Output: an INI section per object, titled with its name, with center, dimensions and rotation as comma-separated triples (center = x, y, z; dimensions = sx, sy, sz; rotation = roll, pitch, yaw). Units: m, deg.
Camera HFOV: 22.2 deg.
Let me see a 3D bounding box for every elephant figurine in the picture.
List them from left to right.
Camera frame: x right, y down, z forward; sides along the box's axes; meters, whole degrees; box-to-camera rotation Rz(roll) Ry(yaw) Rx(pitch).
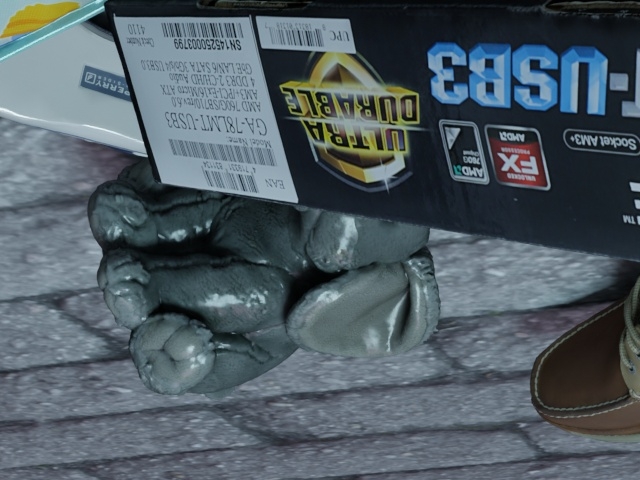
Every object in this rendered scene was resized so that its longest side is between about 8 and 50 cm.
[elephant figurine]
center = 0.000, 0.000, 0.960
dimensions = 0.239, 0.169, 0.186
rotation = -19, -174, 8

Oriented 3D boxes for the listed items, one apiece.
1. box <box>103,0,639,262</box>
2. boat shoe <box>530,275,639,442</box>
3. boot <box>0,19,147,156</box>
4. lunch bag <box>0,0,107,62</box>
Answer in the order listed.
[box]
center = 0.136, -0.086, 0.477
dimensions = 0.295, 0.073, 0.293
rotation = -29, -154, -33
[boat shoe]
center = 0.264, 0.053, 1.144
dimensions = 0.116, 0.123, 0.324
rotation = 25, 142, -34
[boot]
center = -0.139, -0.083, 0.847
dimensions = 0.190, 0.069, 0.086
rotation = 23, 170, -24
[lunch bag]
center = -0.078, -0.162, 0.482
dimensions = 0.279, 0.108, 0.224
rotation = -24, 157, 4
